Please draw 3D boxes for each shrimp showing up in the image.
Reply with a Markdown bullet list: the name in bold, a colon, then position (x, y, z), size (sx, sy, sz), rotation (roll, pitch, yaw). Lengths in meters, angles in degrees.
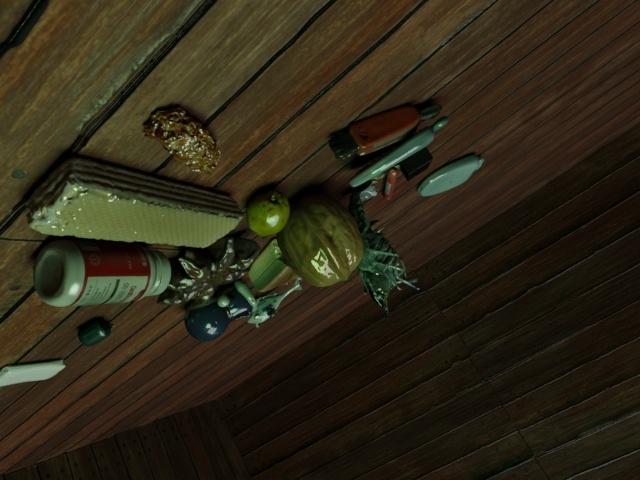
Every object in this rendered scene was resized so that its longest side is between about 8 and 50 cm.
- **shrimp**: position (0.165, 0.024, 1.350), size (0.166, 0.410, 0.221), rotation (-22, 164, -7)

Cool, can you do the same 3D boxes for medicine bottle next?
- **medicine bottle**: position (-0.443, 0.068, 0.969), size (0.131, 0.131, 0.250), rotation (-37, 160, 21)

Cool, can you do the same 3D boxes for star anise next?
- **star anise**: position (-0.306, 0.084, 1.258), size (0.315, 0.108, 0.315), rotation (-29, 155, -15)

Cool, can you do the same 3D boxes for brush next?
- **brush**: position (0.164, -0.272, 1.105), size (0.323, 0.070, 0.051), rotation (-26, 162, -22)

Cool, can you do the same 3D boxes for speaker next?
- **speaker**: position (0.279, -0.222, 1.360), size (0.082, 0.044, 0.218), rotation (-33, 177, 10)
- **speaker**: position (-0.631, 0.251, 1.310), size (0.075, 0.060, 0.094), rotation (-31, -163, 1)

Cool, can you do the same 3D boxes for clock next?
- **clock**: position (-0.341, 0.237, 1.570), size (0.243, 0.146, 0.199), rotation (-30, 168, -23)

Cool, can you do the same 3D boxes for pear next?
- **pear**: position (-0.130, -0.068, 1.143), size (0.107, 0.107, 0.131), rotation (-19, 147, -30)

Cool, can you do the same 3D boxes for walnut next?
- **walnut**: position (0.000, 0.000, 1.266), size (0.225, 0.261, 0.225), rotation (-35, -179, 0)

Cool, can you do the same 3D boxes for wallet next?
- **wallet**: position (-0.846, 0.384, 1.349), size (0.095, 0.033, 0.190), rotation (-33, 161, 15)

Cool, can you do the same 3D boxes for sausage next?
- **sausage**: position (0.221, -0.178, 1.474), size (0.034, 0.034, 0.253), rotation (-29, 164, -4)

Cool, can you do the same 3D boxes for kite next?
- **kite**: position (0.209, -0.236, 1.361), size (0.198, 0.006, 0.244), rotation (-10, 154, -45)

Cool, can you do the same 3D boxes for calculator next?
- **calculator**: position (0.490, -0.240, 1.718), size (0.295, 0.042, 0.184), rotation (-23, 161, -18)
- **calculator**: position (0.202, -0.227, 1.202), size (0.299, 0.041, 0.185), rotation (-32, -174, 11)

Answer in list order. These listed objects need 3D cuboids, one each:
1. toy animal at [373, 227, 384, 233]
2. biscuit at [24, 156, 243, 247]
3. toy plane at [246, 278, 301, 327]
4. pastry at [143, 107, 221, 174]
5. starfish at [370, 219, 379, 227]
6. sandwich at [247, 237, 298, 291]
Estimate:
- **toy animal**: position (0.223, 0.017, 1.915), size (0.155, 0.095, 0.219), rotation (-36, 162, 30)
- **biscuit**: position (-0.330, -0.055, 0.903), size (0.144, 0.078, 0.426), rotation (-36, 160, 19)
- **toy plane**: position (-0.182, 0.250, 1.899), size (0.273, 0.107, 0.182), rotation (-29, 167, -18)
- **pastry**: position (-0.226, -0.163, 0.800), size (0.087, 0.063, 0.169), rotation (-30, 163, 9)
- **starfish**: position (0.069, 0.001, 1.504), size (0.277, 0.236, 0.062), rotation (-45, 132, -14)
- **sandwich**: position (-0.134, 0.072, 1.494), size (0.220, 0.108, 0.186), rotation (-25, 161, -7)
